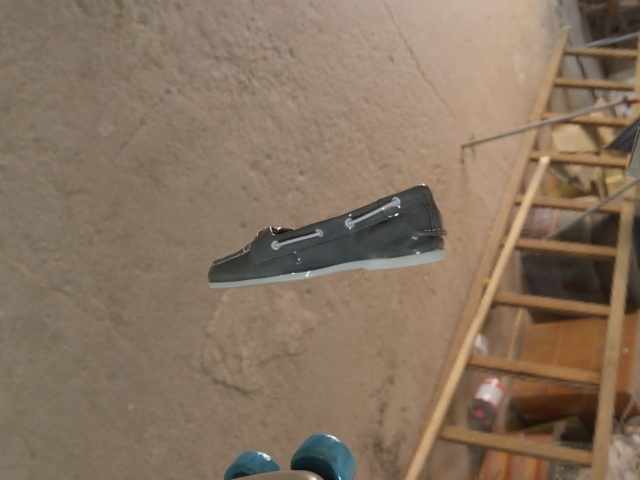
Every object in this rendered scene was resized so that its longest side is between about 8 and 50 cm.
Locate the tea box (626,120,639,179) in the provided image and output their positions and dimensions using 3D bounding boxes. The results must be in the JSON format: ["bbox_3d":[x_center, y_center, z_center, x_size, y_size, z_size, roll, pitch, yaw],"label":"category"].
[{"bbox_3d":[0.440,-0.193,0.684,0.329,0.220,0.323,-19,125,-56],"label":"tea box"}]

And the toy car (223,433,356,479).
[{"bbox_3d":[-0.038,0.383,0.894,0.238,0.210,0.219,62,33,-8],"label":"toy car"}]

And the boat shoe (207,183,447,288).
[{"bbox_3d":[0.000,0.000,1.034,0.112,0.335,0.095,-5,87,-64],"label":"boat shoe"}]
